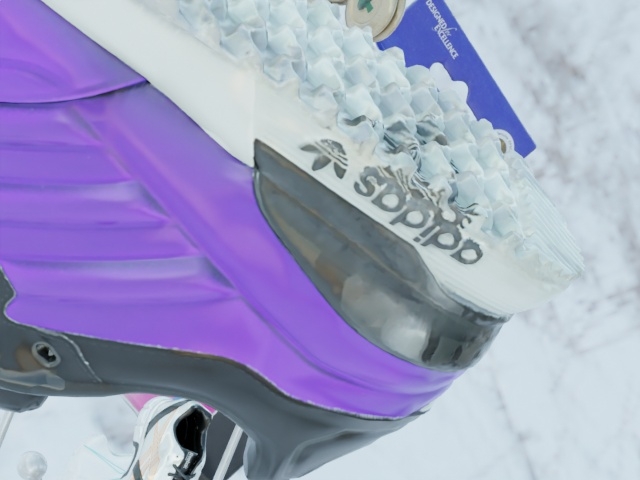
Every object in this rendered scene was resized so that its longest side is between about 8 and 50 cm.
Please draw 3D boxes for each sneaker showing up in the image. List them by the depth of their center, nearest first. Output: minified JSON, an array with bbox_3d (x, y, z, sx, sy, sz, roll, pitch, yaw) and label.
[{"bbox_3d":[-0.083,-0.030,0.476,0.293,0.146,0.102,37,22,-15],"label":"sneaker"},{"bbox_3d":[-0.091,0.139,1.044,0.040,0.044,0.109,27,64,-37],"label":"sneaker"},{"bbox_3d":[-0.141,0.211,1.520,0.152,0.054,0.061,27,78,-1],"label":"sneaker"}]

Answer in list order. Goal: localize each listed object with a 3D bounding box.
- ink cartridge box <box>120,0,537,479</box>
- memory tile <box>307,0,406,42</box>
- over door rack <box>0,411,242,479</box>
[{"bbox_3d":[0.000,0.000,1.332,0.176,0.371,0.069,53,-10,-33],"label":"ink cartridge box"},{"bbox_3d":[0.001,-0.128,0.967,0.012,0.148,0.113,17,27,-41],"label":"memory tile"},{"bbox_3d":[-0.155,0.147,1.239,0.239,0.324,0.108,10,28,-49],"label":"over door rack"}]
